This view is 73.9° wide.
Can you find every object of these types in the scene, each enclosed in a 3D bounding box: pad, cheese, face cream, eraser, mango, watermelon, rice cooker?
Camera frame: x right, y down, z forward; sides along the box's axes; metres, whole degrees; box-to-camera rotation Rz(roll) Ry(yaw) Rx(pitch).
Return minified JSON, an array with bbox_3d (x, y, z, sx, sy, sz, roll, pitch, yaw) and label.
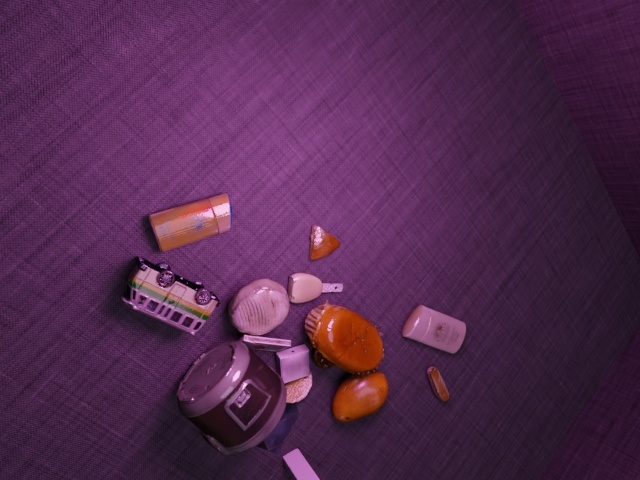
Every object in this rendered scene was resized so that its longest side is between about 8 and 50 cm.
[{"bbox_3d":[-0.185,0.776,1.811,0.164,0.004,0.242,33,82,-26],"label":"pad"},{"bbox_3d":[-0.016,0.197,1.783,0.252,0.054,0.127,2,100,-27],"label":"cheese"},{"bbox_3d":[0.560,0.433,2.083,0.349,0.081,0.173,25,86,-27],"label":"face cream"},{"bbox_3d":[-0.057,0.982,1.738,0.076,0.298,0.078,-20,107,-23],"label":"eraser"},{"bbox_3d":[0.168,0.687,1.894,0.290,0.160,0.191,-39,119,-6],"label":"mango"},{"bbox_3d":[-0.450,-0.067,1.522,0.285,0.067,0.139,-21,108,-22],"label":"face cream"},{"bbox_3d":[-0.096,0.637,1.791,0.182,0.075,0.091,-27,104,-21],"label":"watermelon"},{"bbox_3d":[-0.308,0.571,1.542,0.335,0.335,0.325,-43,113,-15],"label":"rice cooker"}]

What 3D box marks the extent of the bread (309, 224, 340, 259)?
[{"bbox_3d":[-0.003,0.025,1.765,0.154,0.054,0.135,36,84,-23],"label":"bread"}]

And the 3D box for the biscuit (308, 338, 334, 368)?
[{"bbox_3d":[0.028,0.442,1.847,0.180,0.039,0.235,-4,99,-30],"label":"biscuit"}]

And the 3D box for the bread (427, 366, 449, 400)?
[{"bbox_3d":[0.589,0.726,2.157,0.073,0.053,0.214,-34,108,-23],"label":"bread"}]

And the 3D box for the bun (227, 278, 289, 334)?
[{"bbox_3d":[-0.234,0.244,1.629,0.239,0.141,0.238,-12,126,-18],"label":"bun"}]

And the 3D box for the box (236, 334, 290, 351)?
[{"bbox_3d":[-0.229,0.409,1.680,0.199,0.109,0.029,13,59,-27],"label":"box"}]

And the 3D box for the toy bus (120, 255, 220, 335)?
[{"bbox_3d":[-0.529,0.194,1.480,0.306,0.143,0.178,34,84,-28],"label":"toy bus"}]

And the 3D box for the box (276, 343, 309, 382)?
[{"bbox_3d":[-0.113,0.514,1.769,0.130,0.051,0.129,-11,113,-24],"label":"box"}]

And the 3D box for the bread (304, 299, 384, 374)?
[{"bbox_3d":[0.110,0.412,1.763,0.389,0.183,0.235,30,81,-30],"label":"bread"}]
